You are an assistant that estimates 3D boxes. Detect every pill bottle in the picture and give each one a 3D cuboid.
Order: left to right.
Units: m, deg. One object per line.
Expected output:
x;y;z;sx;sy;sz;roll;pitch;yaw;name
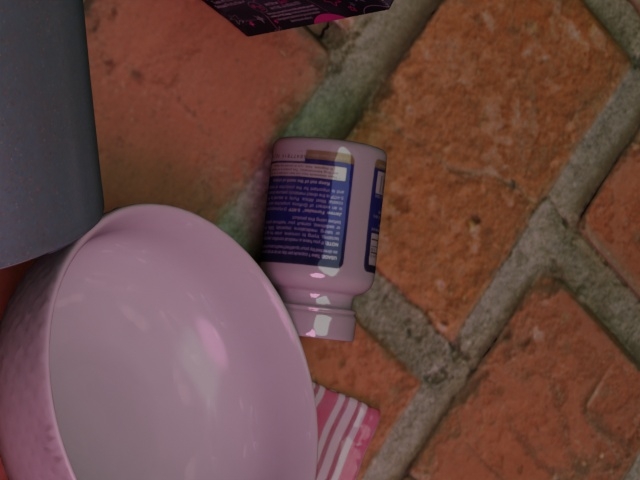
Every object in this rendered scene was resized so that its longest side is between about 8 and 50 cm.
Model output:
0.000;0.000;1.567;0.112;0.112;0.187;9;86;-31;pill bottle

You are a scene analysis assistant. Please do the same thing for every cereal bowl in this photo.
-0.159;0.147;1.420;0.339;0.141;0.339;29;52;-44;cereal bowl

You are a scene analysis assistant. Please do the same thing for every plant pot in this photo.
-0.319;-0.153;1.260;0.341;0.341;0.334;-18;107;-30;plant pot

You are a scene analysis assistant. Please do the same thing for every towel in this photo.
-0.039;0.200;1.593;0.197;0.029;0.144;25;77;-29;towel

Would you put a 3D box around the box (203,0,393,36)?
-0.019;-0.298;1.472;0.142;0.247;0.163;37;72;-28;box
